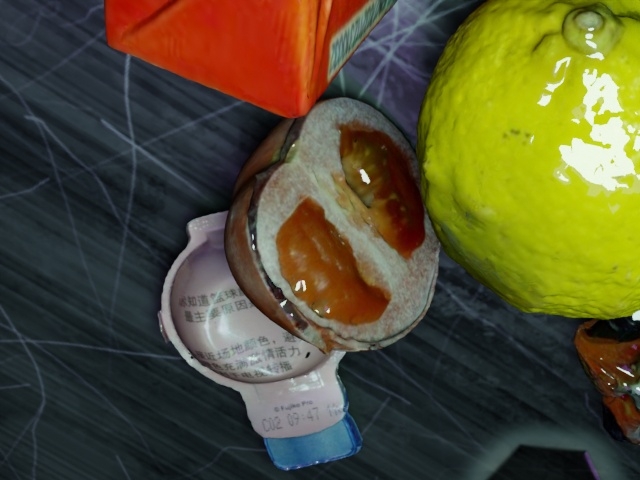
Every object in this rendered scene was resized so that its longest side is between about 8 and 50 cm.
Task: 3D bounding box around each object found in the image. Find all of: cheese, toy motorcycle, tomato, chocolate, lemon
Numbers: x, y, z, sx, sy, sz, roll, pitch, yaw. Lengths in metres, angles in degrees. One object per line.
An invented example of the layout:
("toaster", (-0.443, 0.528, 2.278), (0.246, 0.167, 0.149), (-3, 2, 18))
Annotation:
("cheese", (-0.045, 0.096, 1.342), (0.189, 0.074, 0.286), (-16, 116, 14))
("toy motorcycle", (0.395, 0.132, 1.294), (0.401, 0.134, 0.207), (18, 119, -4))
("tomato", (0.000, 0.000, 1.228), (0.199, 0.228, 0.112), (48, 140, -17))
("chocolate", (-0.023, -0.306, 0.969), (0.161, 0.360, 0.341), (9, 120, 15))
("lemon", (0.201, -0.074, 1.103), (0.268, 0.322, 0.268), (-1, 78, 6))
